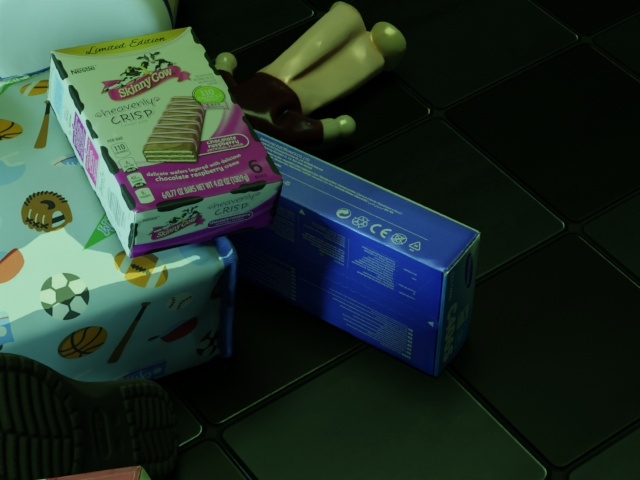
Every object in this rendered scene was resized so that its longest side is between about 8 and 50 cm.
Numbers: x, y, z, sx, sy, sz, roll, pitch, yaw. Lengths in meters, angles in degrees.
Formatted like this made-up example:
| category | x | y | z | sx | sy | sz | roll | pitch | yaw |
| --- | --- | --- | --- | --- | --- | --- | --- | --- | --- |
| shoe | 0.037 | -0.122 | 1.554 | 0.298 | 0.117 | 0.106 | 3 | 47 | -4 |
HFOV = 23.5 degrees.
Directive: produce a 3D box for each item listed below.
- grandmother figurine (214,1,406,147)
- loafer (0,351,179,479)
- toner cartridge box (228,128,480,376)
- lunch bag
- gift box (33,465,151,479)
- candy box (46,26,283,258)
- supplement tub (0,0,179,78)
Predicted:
| category | x | y | z | sx | sy | sz | roll | pitch | yaw |
| --- | --- | --- | --- | --- | --- | --- | --- | --- | --- |
| grandmother figurine | -0.056 | -0.178 | 1.877 | 0.208 | 0.104 | 0.342 | 23 | 47 | 32 |
| loafer | -0.273 | 0.189 | 1.408 | 0.130 | 0.366 | 0.134 | -14 | 73 | 26 |
| toner cartridge box | 0.000 | 0.000 | 1.655 | 0.348 | 0.165 | 0.075 | 26 | 51 | 23 |
| lunch bag | -0.305 | -0.016 | 1.625 | 0.328 | 0.239 | 0.385 | -19 | 58 | -20 |
| gift box | -0.224 | 0.351 | 1.262 | 0.276 | 0.258 | 0.255 | -8 | 45 | 21 |
| candy box | -0.158 | -0.103 | 1.526 | 0.159 | 0.071 | 0.233 | -14 | 53 | -25 |
| supplement tub | -0.292 | -0.352 | 1.948 | 0.241 | 0.241 | 0.331 | 1 | 46 | 2 |
